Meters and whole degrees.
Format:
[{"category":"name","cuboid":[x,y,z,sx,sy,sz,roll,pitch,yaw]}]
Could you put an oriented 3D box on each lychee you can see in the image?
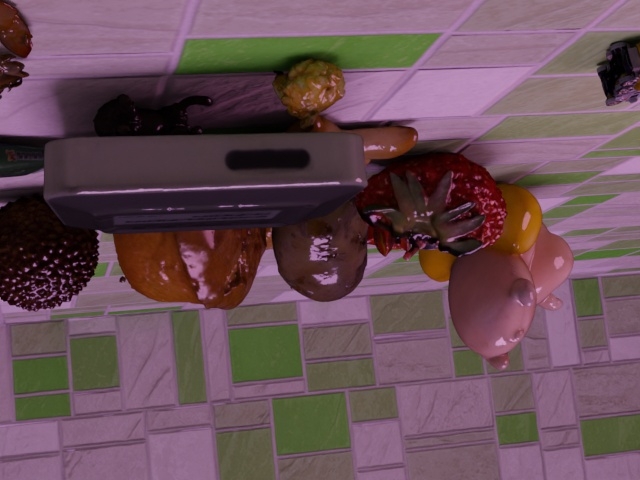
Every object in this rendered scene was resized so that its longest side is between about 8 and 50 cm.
[{"category":"lychee","cuboid":[-0.431,0.018,1.827,0.188,0.188,0.188,-6,171,-1]}]

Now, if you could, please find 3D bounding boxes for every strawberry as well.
[{"category":"strawberry","cuboid":[0.187,-0.088,1.871,0.233,0.138,0.306,11,-160,11]}]

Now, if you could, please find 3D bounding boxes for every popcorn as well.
[{"category":"popcorn","cuboid":[-0.019,-0.175,1.326,0.084,0.084,0.084,-6,171,-1]}]

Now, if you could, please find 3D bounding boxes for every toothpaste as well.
[{"category":"toothpaste","cuboid":[-0.497,-0.102,1.436,0.392,0.061,0.098,-2,170,-44]}]

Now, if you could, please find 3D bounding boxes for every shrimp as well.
[{"category":"shrimp","cuboid":[-0.328,-0.186,1.098,0.133,0.053,0.236,-29,161,14]}]

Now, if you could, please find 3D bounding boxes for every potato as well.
[{"category":"potato","cuboid":[0.000,0.000,1.933,0.164,0.165,0.262,-4,136,-13]}]

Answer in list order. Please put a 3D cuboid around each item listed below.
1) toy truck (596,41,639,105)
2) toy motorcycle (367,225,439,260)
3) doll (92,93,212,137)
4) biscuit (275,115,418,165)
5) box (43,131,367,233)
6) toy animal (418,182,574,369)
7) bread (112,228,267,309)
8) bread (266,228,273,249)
[{"category":"toy truck","cuboid":[0.375,-0.203,1.405,0.062,0.052,0.123,-12,170,0]},{"category":"toy motorcycle","cuboid":[0.125,-0.028,2.058,0.171,0.089,0.298,-4,-170,-17]},{"category":"doll","cuboid":[-0.212,-0.138,1.419,0.139,0.057,0.165,-4,176,-33]},{"category":"biscuit","cuboid":[0.013,-0.132,1.624,0.207,0.047,0.164,2,167,-39]},{"category":"box","cuboid":[-0.146,-0.065,1.462,0.367,0.091,0.373,-2,175,-7]},{"category":"toy animal","cuboid":[0.365,0.042,2.168,0.246,0.345,0.277,13,128,-34]},{"category":"bread","cuboid":[-0.200,0.014,1.811,0.194,0.179,0.340,5,180,13]},{"category":"bread","cuboid":[-0.091,-0.029,2.077,0.119,0.084,0.177,-1,169,-36]}]
